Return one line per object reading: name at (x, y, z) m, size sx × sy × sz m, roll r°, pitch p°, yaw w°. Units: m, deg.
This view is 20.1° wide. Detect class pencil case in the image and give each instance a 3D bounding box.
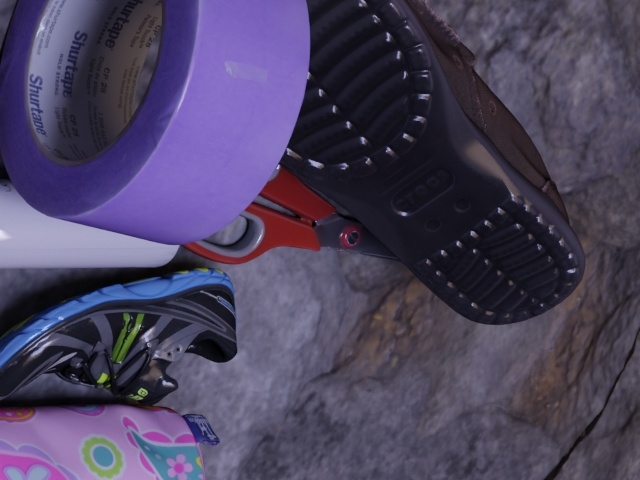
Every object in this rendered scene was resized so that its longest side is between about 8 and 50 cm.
pencil case at (-0.197, 0.163, 1.088) m, size 0.284 × 0.124 × 0.124 m, roll 3°, pitch 106°, yaw -38°

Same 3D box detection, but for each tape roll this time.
tape roll at (-0.097, -0.096, 1.014) m, size 0.080 × 0.189 × 0.189 m, roll 14°, pitch 98°, yaw -40°

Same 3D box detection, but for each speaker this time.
speaker at (-0.154, -0.009, 1.094) m, size 0.136 × 0.055 × 0.055 m, roll 0°, pitch 108°, yaw -38°

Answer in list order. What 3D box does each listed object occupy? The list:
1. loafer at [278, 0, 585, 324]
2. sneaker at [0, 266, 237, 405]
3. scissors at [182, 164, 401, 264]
loafer at (0.039, -0.093, 1.189) m, size 0.134 × 0.130 × 0.366 m, roll -28°, pitch 123°, yaw 19°
sneaker at (-0.127, 0.068, 1.127) m, size 0.188 × 0.067 × 0.078 m, roll -14°, pitch 85°, yaw -36°
scissors at (0.000, 0.000, 1.247) m, size 0.297 × 0.021 × 0.109 m, roll 35°, pitch 83°, yaw -42°
